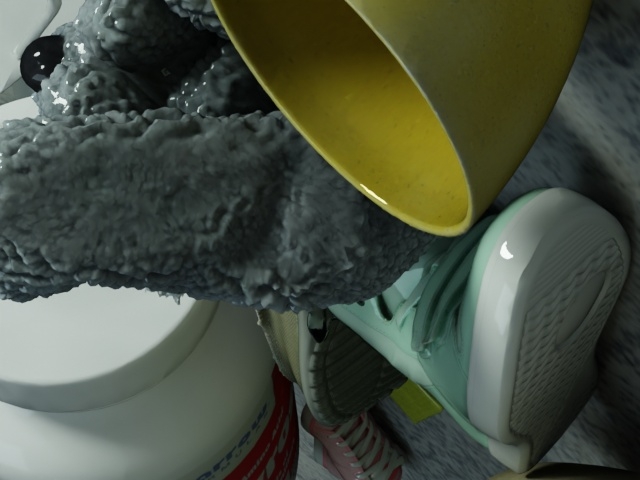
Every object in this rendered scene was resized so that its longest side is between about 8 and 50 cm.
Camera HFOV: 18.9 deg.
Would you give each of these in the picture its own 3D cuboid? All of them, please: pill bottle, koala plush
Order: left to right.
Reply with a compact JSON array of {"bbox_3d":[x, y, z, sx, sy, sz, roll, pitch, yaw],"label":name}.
[{"bbox_3d":[-0.133,0.076,1.203,0.229,0.229,0.407,44,165,18],"label":"pill bottle"},{"bbox_3d":[-0.051,-0.054,0.817,0.203,0.196,0.221,15,175,-15],"label":"koala plush"}]

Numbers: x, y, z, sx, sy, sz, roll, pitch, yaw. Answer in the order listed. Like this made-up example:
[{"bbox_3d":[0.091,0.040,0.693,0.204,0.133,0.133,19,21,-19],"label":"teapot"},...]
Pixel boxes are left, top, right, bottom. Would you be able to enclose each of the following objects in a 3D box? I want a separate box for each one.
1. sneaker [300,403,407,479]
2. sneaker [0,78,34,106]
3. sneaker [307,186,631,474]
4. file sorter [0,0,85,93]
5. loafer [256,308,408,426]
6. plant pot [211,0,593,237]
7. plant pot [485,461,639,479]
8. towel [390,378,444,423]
[{"bbox_3d":[0.029,0.141,1.350,0.070,0.051,0.134,36,160,21],"label":"sneaker"},{"bbox_3d":[-0.200,-0.124,1.284,0.121,0.099,0.262,60,156,-11],"label":"sneaker"},{"bbox_3d":[0.050,0.017,0.855,0.151,0.094,0.256,38,166,16],"label":"sneaker"},{"bbox_3d":[-0.251,-0.137,0.998,0.193,0.278,0.173,51,164,-7],"label":"file sorter"},{"bbox_3d":[0.000,0.000,1.011,0.087,0.094,0.251,45,157,38],"label":"loafer"},{"bbox_3d":[0.038,-0.082,0.649,0.134,0.095,0.134,45,165,16],"label":"plant pot"},{"bbox_3d":[0.141,0.209,0.881,0.256,0.256,0.274,54,-179,-19],"label":"plant pot"},{"bbox_3d":[-0.006,0.018,1.196,0.237,0.021,0.102,48,169,2],"label":"towel"}]
